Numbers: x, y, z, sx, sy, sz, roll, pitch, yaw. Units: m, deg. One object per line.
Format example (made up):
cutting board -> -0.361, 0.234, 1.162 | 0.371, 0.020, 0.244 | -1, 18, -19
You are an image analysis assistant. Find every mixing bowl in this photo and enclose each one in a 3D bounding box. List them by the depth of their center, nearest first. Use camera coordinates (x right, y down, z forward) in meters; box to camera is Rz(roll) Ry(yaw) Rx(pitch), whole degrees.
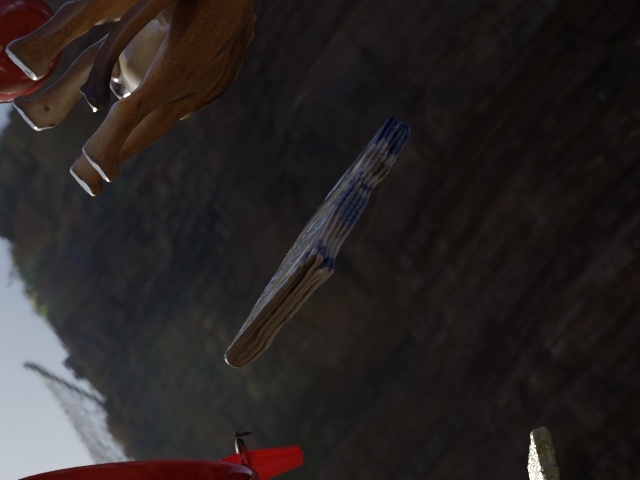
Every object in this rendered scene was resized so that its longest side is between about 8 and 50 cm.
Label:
mixing bowl -> -0.438, -0.285, 1.759 | 0.181, 0.181, 0.098 | -38, 26, -26

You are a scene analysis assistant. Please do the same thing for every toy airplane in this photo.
toy airplane -> -0.091, 0.316, 1.576 | 0.151, 0.151, 0.028 | -47, 5, 4

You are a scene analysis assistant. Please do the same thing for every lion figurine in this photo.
lion figurine -> -0.119, -0.159, 0.969 | 0.240, 0.142, 0.392 | -42, 14, -11

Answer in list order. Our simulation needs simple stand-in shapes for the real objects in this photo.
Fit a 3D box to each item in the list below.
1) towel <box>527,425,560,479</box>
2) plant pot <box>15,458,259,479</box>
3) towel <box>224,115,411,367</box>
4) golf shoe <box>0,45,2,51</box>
towel -> 0.297, 0.322, 1.646 | 0.027, 0.110, 0.148 | -7, -34, 0
plant pot -> -0.191, 0.365, 1.263 | 0.275, 0.275, 0.243 | 0, -92, -69
towel -> 0.000, 0.000, 1.341 | 0.209, 0.034, 0.285 | -50, 6, 42
golf shoe -> -0.445, -0.205, 1.451 | 0.176, 0.069, 0.086 | 0, 56, 57
